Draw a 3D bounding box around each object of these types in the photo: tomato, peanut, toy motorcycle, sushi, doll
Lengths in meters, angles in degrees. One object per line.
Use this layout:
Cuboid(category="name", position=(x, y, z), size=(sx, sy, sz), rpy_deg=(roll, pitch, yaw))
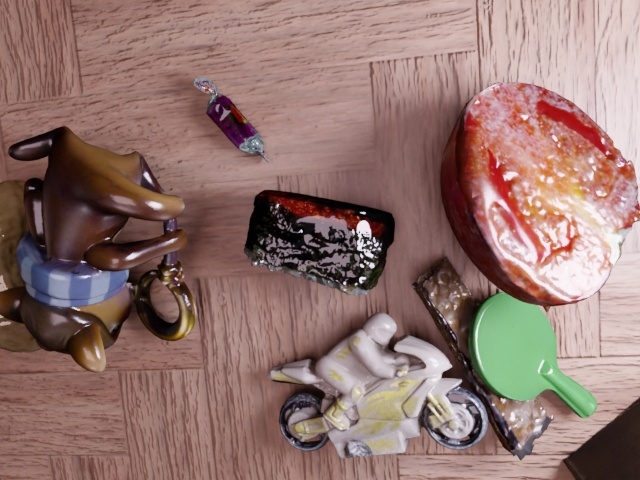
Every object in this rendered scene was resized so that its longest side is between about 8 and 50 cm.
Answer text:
Cuboid(category="tomato", position=(0.274, -0.053, 0.677), size=(0.309, 0.170, 0.309), rpy_deg=(6, 68, -14))
Cuboid(category="peanut", position=(-0.528, 0.042, 0.812), size=(0.159, 0.143, 0.291), rpy_deg=(8, 105, 38))
Cuboid(category="toy motorcycle", position=(0.077, 0.231, 0.761), size=(0.341, 0.108, 0.223), rpy_deg=(-12, 87, 18))
Cuboid(category="sushi", position=(0.000, 0.000, 0.736), size=(0.225, 0.136, 0.126), rpy_deg=(12, 101, -1))
Cuboid(category="doll", position=(-0.343, 0.015, 0.746), size=(0.318, 0.209, 0.340), rpy_deg=(17, 102, 3))

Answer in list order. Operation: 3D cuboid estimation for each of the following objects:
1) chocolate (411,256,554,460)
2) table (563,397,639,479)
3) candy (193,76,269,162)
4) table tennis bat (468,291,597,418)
Cuboid(category="chocolate", position=(0.250, 0.184, 0.757), size=(0.102, 0.065, 0.329), rpy_deg=(-33, 94, -26))
Cuboid(category="table", position=(0.571, 0.362, 0.672), size=(0.250, 0.196, 0.282), rpy_deg=(45, 100, 1))
Cuboid(category="candy", position=(-0.144, -0.192, 0.775), size=(0.043, 0.045, 0.175), rpy_deg=(-40, 90, 23))
Cuboid(category="table tennis bat", position=(0.332, 0.190, 0.740), size=(0.257, 0.039, 0.160), rpy_deg=(39, 69, -8))
